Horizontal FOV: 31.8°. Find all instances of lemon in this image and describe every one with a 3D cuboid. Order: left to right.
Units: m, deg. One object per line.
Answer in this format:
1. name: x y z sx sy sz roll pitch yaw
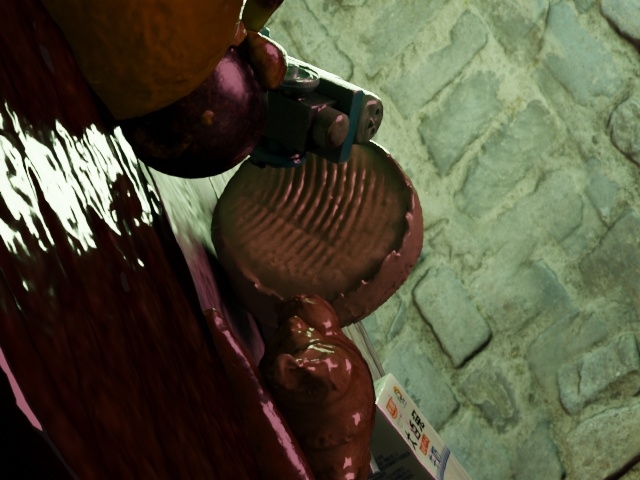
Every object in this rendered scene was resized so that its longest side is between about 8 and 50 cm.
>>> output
1. lemon: -0.152 -0.180 0.779 0.192 0.231 0.192 -1 90 -75

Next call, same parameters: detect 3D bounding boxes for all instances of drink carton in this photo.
1. drink carton: 0.143 0.349 1.581 0.315 0.106 0.130 54 16 -3

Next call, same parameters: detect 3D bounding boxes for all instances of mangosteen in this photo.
1. mangosteen: -0.114 -0.169 1.115 0.192 0.217 0.192 51 12 -15

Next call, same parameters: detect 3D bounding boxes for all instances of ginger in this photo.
1. ginger: -0.004 0.146 1.141 0.270 0.123 0.219 94 -17 -63

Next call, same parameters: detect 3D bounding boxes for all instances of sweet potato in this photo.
1. sweet potato: -0.051 0.182 1.028 0.057 0.057 0.265 -71 136 -84

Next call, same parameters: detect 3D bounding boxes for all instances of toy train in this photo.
1. toy train: -0.069 -0.181 1.319 0.194 0.298 0.120 -22 131 -51

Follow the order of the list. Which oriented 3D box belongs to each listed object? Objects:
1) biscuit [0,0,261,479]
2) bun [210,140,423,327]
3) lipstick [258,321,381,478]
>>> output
1. biscuit: -0.138 0.037 0.577 0.407 0.091 0.407 -24 90 -87
2. bun: 0.000 0.000 1.357 0.152 0.259 0.259 77 -8 -62
3. lipstick: -0.018 0.161 1.433 0.068 0.066 0.317 45 21 -77
